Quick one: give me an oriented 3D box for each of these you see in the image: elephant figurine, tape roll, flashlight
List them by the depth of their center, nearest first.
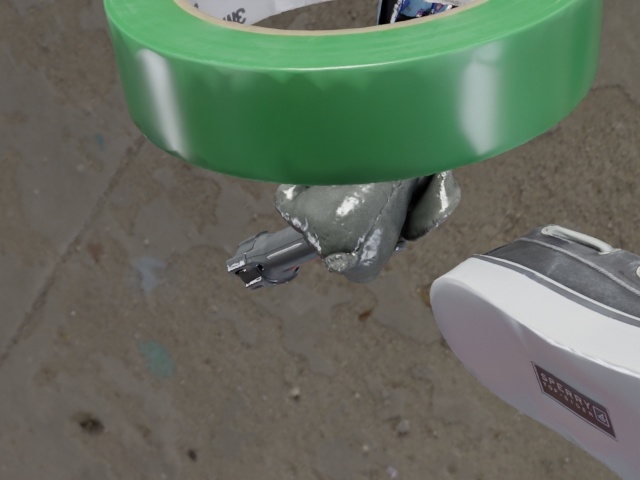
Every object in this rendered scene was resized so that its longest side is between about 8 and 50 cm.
[{"bbox_3d":[0.022,-0.153,0.665,0.321,0.321,0.077,12,129,24],"label":"tape roll"},{"bbox_3d":[0.076,-0.077,1.125,0.239,0.169,0.186,-45,58,3],"label":"elephant figurine"},{"bbox_3d":[0.000,0.000,1.331,0.103,0.103,0.304,45,147,-15],"label":"flashlight"}]

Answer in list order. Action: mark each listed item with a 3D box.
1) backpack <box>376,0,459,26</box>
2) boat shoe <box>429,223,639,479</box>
[{"bbox_3d":[0.133,-0.320,1.197,0.116,0.158,0.173,12,146,-3],"label":"backpack"},{"bbox_3d":[0.175,0.064,0.459,0.301,0.102,0.108,30,148,57],"label":"boat shoe"}]
